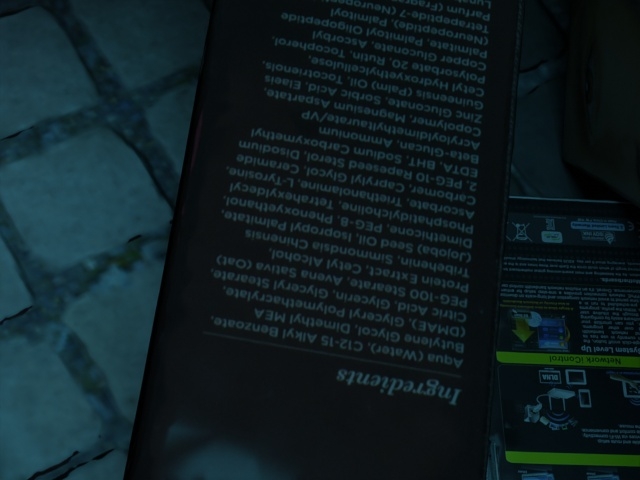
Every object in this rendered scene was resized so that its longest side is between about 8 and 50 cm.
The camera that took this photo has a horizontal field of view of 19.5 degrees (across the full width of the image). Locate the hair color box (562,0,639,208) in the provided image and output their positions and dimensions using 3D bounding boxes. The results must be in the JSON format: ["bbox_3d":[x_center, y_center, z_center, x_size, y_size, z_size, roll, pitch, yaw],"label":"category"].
[{"bbox_3d":[0.209,-0.088,0.807,0.110,0.339,0.185,-1,104,-10],"label":"hair color box"}]

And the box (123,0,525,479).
[{"bbox_3d":[0.000,0.000,0.822,0.143,0.191,0.381,9,59,-5],"label":"box"}]

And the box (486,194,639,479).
[{"bbox_3d":[0.198,0.090,0.884,0.270,0.060,0.216,2,61,-9],"label":"box"}]
